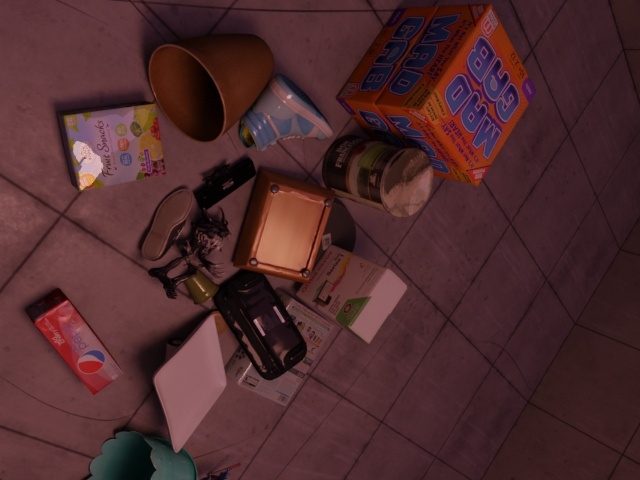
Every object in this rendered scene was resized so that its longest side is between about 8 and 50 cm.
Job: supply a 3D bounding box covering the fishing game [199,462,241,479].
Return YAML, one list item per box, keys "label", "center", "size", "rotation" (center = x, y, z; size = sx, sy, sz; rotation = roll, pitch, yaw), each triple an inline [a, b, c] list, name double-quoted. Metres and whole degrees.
- label: "fishing game"
  center: [-0.358, 0.721, 1.654]
  size: [0.041, 0.189, 0.264]
  rotation: [64, 23, 6]

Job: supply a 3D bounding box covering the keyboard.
- label: "keyboard"
  center: [-0.263, -0.167, 1.527]
  size: [0.192, 0.038, 0.100]
  rotation: [-39, 149, -22]

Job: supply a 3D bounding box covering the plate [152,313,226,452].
- label: "plate"
  center: [-0.360, 0.385, 1.550]
  size: [0.277, 0.045, 0.277]
  rotation: [-53, 144, -53]

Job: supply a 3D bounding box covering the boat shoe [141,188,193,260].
- label: "boat shoe"
  center: [-0.391, -0.040, 1.459]
  size: [0.206, 0.075, 0.065]
  rotation: [-62, 174, -10]

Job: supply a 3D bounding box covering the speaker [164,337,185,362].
- label: "speaker"
  center: [-0.408, 0.346, 1.574]
  size: [0.055, 0.055, 0.136]
  rotation: [0, 106, -38]

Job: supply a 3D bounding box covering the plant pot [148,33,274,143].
- label: "plant pot"
  center: [-0.235, -0.397, 1.352]
  size: [0.254, 0.237, 0.237]
  rotation: [-45, 130, -37]

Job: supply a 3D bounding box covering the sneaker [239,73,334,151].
- label: "sneaker"
  center: [-0.104, -0.313, 1.550]
  size: [0.208, 0.127, 0.319]
  rotation: [-39, 154, 13]

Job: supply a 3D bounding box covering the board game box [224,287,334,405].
- label: "board game box"
  center: [-0.124, 0.337, 1.767]
  size: [0.224, 0.098, 0.303]
  rotation: [39, 81, -40]

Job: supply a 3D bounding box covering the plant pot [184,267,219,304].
- label: "plant pot"
  center: [-0.335, 0.119, 1.542]
  size: [0.083, 0.083, 0.079]
  rotation: [-42, 114, -19]

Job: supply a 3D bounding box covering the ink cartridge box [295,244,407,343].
- label: "ink cartridge box"
  center: [0.085, 0.150, 1.675]
  size: [0.117, 0.278, 0.201]
  rotation: [43, 78, -37]

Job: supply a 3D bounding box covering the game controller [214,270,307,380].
- label: "game controller"
  center: [-0.170, 0.244, 1.641]
  size: [0.167, 0.067, 0.319]
  rotation: [-34, 98, -25]

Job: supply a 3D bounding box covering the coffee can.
- label: "coffee can"
  center: [0.167, -0.197, 1.685]
  size: [0.202, 0.275, 0.201]
  rotation: [-14, 114, -35]

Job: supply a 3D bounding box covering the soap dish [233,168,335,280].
- label: "soap dish"
  center: [-0.096, -0.032, 1.598]
  size: [0.229, 0.118, 0.290]
  rotation: [15, 96, -18]

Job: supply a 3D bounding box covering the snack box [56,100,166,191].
- label: "snack box"
  center: [-0.477, -0.221, 1.304]
  size: [0.207, 0.070, 0.174]
  rotation: [-18, 117, -31]

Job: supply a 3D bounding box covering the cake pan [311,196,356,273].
- label: "cake pan"
  center: [0.000, 0.000, 1.771]
  size: [0.293, 0.054, 0.293]
  rotation: [-14, 114, -34]

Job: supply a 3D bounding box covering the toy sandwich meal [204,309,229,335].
- label: "toy sandwich meal"
  center: [-0.302, 0.238, 1.637]
  size: [0.086, 0.029, 0.085]
  rotation: [-9, 111, -24]

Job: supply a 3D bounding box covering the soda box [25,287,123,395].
- label: "soda box"
  center: [-0.593, 0.249, 1.373]
  size: [0.092, 0.083, 0.263]
  rotation: [-37, 126, -22]

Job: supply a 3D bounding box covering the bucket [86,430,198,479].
- label: "bucket"
  center: [-0.473, 0.661, 1.503]
  size: [0.183, 0.281, 0.281]
  rotation: [38, 81, -46]

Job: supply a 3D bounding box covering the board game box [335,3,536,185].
- label: "board game box"
  center: [0.347, -0.436, 1.688]
  size: [0.356, 0.356, 0.356]
  rotation: [40, 80, -41]

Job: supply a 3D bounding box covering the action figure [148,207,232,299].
- label: "action figure"
  center: [-0.304, 0.031, 1.466]
  size: [0.275, 0.141, 0.164]
  rotation: [-49, 149, -32]
